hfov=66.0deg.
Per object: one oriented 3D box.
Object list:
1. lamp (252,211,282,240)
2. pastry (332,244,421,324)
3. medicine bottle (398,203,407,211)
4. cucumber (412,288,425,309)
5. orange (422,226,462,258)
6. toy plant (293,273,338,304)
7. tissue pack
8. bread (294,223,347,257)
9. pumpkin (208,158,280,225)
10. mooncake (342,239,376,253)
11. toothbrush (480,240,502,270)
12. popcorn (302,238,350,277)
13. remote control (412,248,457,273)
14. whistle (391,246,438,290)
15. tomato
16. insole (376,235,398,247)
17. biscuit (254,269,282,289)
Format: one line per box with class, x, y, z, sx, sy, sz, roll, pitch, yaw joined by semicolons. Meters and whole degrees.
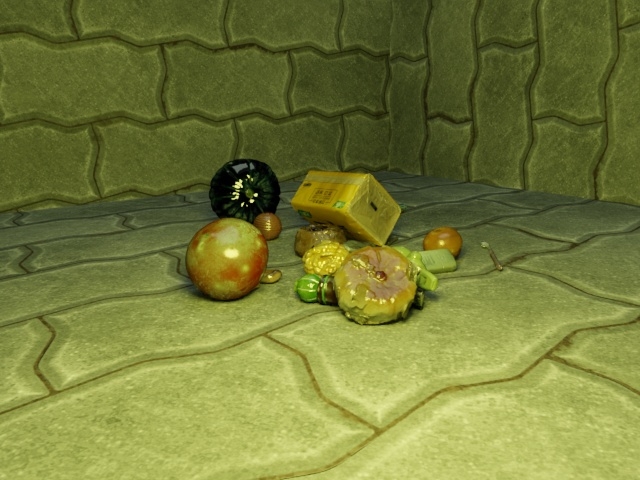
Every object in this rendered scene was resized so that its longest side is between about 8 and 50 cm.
lamp;-0.243;-0.065;2.265;0.136;0.137;0.136;-1;15;0
pastry;0.157;0.116;1.404;0.235;0.121;0.257;14;52;11
medicine bottle;0.408;-0.168;2.736;0.051;0.051;0.191;13;20;42
cucumber;0.223;0.156;1.526;0.067;0.067;0.245;-15;20;-42
orange;0.475;0.019;1.908;0.154;0.134;0.155;-24;11;5
toy plant;-0.004;0.148;1.517;0.162;0.093;0.092;2;15;24
tissue pack;0.105;-0.146;2.148;0.381;0.229;0.293;14;-20;49
bread;0.000;0.000;2.018;0.229;0.123;0.230;-2;18;1
pumpkin;-0.376;-0.234;2.483;0.362;0.364;0.266;-8;3;-22
mooncake;0.149;0.046;1.918;0.125;0.073;0.130;9;19;23
toothbrush;0.668;0.055;1.933;0.029;0.024;0.354;-4;14;11
popcorn;0.023;0.074;1.713;0.179;0.180;0.170;-6;54;-17
remote control;0.373;0.081;1.771;0.233;0.038;0.098;-6;49;-17
whistle;0.268;0.096;1.582;0.141;0.141;0.294;-3;9;-8
tomato;-0.304;0.048;1.567;0.269;0.223;0.271;-17;50;21
insole;0.273;0.013;2.152;0.081;0.011;0.247;9;19;30
biscuit;-0.256;0.121;1.727;0.207;0.047;0.164;13;20;42
